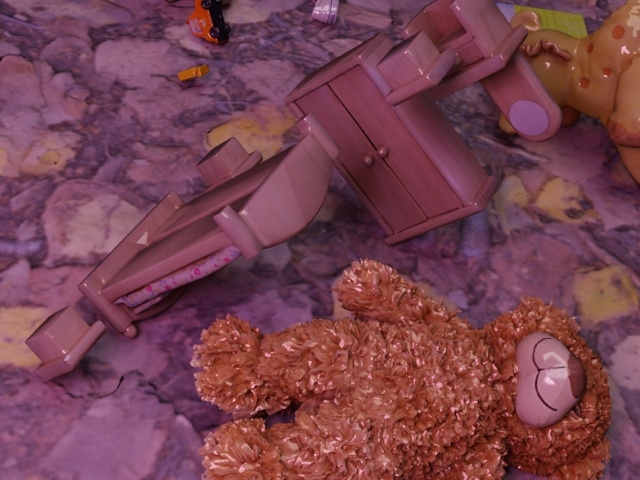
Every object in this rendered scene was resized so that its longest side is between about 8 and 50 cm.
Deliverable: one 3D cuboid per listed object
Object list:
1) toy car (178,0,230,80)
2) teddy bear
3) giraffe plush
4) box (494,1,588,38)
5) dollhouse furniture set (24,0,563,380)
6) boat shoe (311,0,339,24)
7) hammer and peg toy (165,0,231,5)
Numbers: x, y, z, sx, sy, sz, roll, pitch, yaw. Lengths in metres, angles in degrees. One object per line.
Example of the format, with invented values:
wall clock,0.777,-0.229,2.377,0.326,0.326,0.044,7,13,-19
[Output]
toy car,-0.133,-0.216,1.191,0.041,0.060,0.122,-10,31,23
teddy bear,0.068,0.119,0.857,0.338,0.113,0.245,10,46,-2
giraffe plush,0.272,-0.162,1.165,0.170,0.210,0.181,-2,41,28
box,0.214,-0.225,1.283,0.178,0.042,0.109,6,44,-6
dollhouse furniture set,0.000,0.000,0.887,0.174,0.303,0.355,51,47,-15
boat shoe,0.003,-0.286,1.305,0.035,0.035,0.100,10,51,-7
hammer and peg toy,-0.188,-0.444,1.199,0.127,0.361,0.266,-28,55,-9
